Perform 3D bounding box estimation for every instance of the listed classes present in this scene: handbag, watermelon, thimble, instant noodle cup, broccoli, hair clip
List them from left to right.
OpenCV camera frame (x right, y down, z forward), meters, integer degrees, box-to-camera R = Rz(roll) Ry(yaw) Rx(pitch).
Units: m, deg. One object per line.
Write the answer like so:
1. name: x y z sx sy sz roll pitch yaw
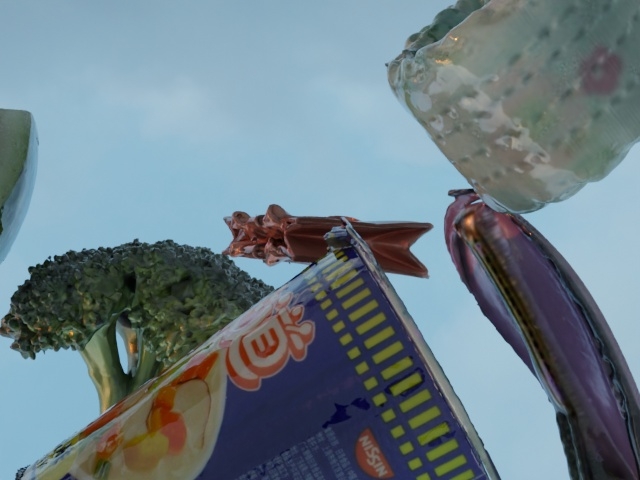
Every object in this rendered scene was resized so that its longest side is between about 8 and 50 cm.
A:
1. watermelon: -0.440 -0.059 1.275 0.232 0.193 0.310 53 -135 -17
2. broccoli: -0.179 0.130 1.293 0.375 0.249 0.302 21 -127 -30
3. instant noodle cup: -0.047 0.179 0.836 0.312 0.284 0.284 -29 -114 -2
4. handbag: 0.000 0.000 1.072 0.157 0.212 0.059 5 -91 -22
5. thimble: 0.156 -0.126 0.810 0.185 0.211 0.149 -42 -80 3
6. hair clip: 0.199 0.113 0.903 0.095 0.110 0.359 -22 -92 5
